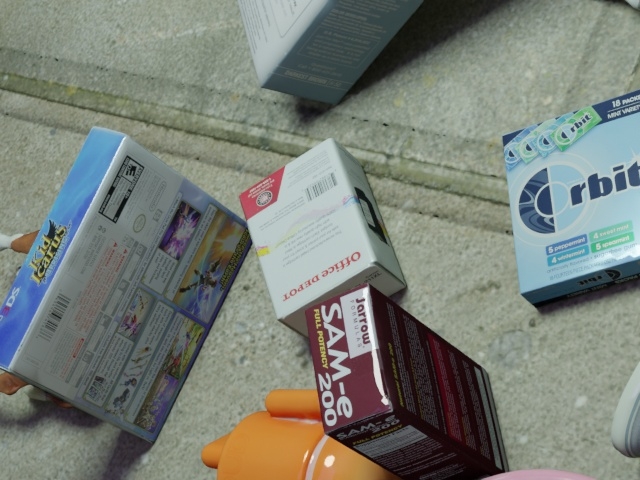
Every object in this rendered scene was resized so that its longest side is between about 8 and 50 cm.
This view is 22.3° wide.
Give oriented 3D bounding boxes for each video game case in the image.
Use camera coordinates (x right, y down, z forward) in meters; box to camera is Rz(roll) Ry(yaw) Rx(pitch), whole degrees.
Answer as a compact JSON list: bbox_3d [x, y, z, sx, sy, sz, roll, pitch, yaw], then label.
[{"bbox_3d":[-0.210,0.052,1.736,0.061,0.244,0.269,17,77,40],"label":"video game case"}]

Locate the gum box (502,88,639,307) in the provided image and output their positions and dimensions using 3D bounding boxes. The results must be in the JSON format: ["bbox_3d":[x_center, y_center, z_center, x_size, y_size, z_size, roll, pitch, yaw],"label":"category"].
[{"bbox_3d":[0.265,-0.042,1.599,0.157,0.041,0.184,-18,57,26],"label":"gum box"}]

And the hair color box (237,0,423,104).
[{"bbox_3d":[0.052,-0.340,1.751,0.374,0.113,0.185,-48,45,40],"label":"hair color box"}]

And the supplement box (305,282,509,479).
[{"bbox_3d":[0.083,0.147,1.494,0.073,0.239,0.130,-24,55,22],"label":"supplement box"}]

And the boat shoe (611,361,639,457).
[{"bbox_3d":[0.350,0.109,1.440,0.227,0.079,0.081,-51,46,-3],"label":"boat shoe"}]

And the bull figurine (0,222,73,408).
[{"bbox_3d":[-0.301,0.049,1.895,0.188,0.101,0.310,-14,58,32],"label":"bull figurine"}]

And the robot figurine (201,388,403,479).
[{"bbox_3d":[-0.011,0.236,1.589,0.219,0.128,0.158,3,66,36],"label":"robot figurine"}]

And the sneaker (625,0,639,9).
[{"bbox_3d":[0.297,-0.277,1.697,0.061,0.054,0.152,-47,43,17],"label":"sneaker"}]

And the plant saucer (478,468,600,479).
[{"bbox_3d":[0.189,0.368,1.414,0.332,0.084,0.332,-15,60,27],"label":"plant saucer"}]

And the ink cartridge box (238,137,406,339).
[{"bbox_3d":[0.000,0.000,1.733,0.127,0.072,0.175,-31,53,17],"label":"ink cartridge box"}]
